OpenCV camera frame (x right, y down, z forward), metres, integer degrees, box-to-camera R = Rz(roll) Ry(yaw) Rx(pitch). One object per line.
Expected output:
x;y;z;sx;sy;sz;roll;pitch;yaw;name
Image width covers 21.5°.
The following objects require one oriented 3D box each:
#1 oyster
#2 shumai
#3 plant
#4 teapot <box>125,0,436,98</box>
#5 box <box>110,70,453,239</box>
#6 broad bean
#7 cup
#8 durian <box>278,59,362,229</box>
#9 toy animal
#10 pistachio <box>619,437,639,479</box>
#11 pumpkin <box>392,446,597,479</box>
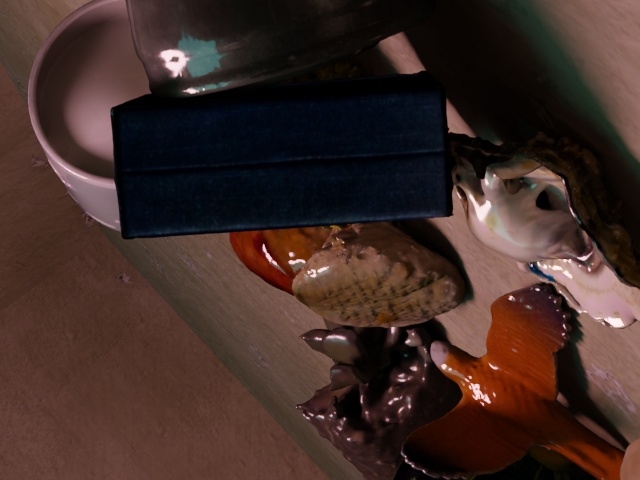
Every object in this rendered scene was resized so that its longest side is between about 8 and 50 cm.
0.193;-0.017;1.389;0.223;0.083;0.214;46;171;2;oyster
0.068;0.023;1.930;0.201;0.201;0.120;76;-166;-63;shumai
0.078;0.198;2.203;0.276;0.188;0.199;57;167;-25;plant
-0.032;-0.262;1.357;0.239;0.321;0.239;-8;105;31;teapot
-0.028;-0.077;1.420;0.279;0.261;0.116;-87;-8;-81;box
-0.012;0.015;2.106;0.228;0.122;0.156;28;168;26;broad bean
-0.185;-0.133;2.199;0.357;0.259;0.274;19;164;5;cup
-0.042;-0.124;1.695;0.237;0.200;0.176;33;130;6;durian
0.253;0.187;1.780;0.284;0.225;0.302;33;-177;-6;toy animal
0.355;0.260;1.504;0.223;0.126;0.152;47;134;46;pistachio
0.202;0.351;1.890;0.296;0.296;0.296;49;168;14;pumpkin
